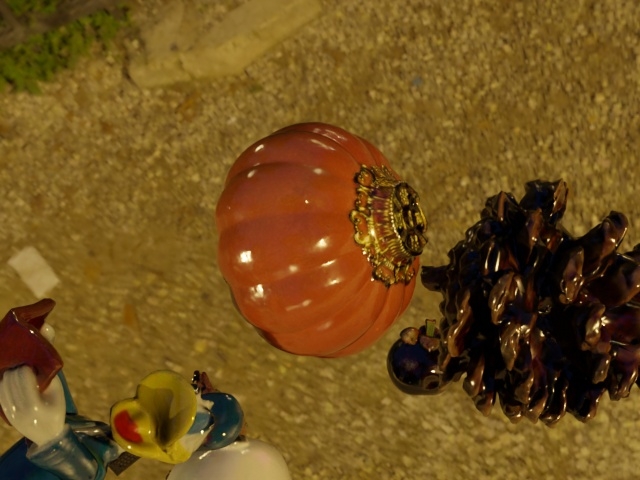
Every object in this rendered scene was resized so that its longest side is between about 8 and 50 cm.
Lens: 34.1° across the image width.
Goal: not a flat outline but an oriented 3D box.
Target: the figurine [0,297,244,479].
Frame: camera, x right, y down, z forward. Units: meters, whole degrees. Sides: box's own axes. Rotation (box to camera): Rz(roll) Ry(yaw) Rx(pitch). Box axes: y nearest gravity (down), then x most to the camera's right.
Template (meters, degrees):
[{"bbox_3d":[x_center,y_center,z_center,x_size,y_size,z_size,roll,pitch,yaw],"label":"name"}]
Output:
[{"bbox_3d":[-0.239,0.178,1.001,0.338,0.283,0.204,-9,21,-24],"label":"figurine"}]

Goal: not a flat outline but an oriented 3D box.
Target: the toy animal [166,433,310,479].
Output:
[{"bbox_3d":[-0.101,0.436,1.608,0.251,0.310,0.251,-33,33,25],"label":"toy animal"}]

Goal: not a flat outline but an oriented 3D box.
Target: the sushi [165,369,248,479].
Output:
[{"bbox_3d":[-0.210,0.364,1.936,0.149,0.287,0.140,-22,54,-30],"label":"sushi"}]

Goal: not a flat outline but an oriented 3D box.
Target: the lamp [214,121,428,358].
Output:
[{"bbox_3d":[0.000,0.000,0.966,0.196,0.223,0.223,-13,58,33],"label":"lamp"}]

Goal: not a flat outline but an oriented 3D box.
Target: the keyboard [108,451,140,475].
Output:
[{"bbox_3d":[-0.335,0.388,2.061,0.198,0.063,0.010,-38,46,-12],"label":"keyboard"}]

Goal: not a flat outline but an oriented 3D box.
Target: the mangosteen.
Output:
[{"bbox_3d":[0.195,0.216,1.954,0.137,0.137,0.151,21,109,29],"label":"mangosteen"}]

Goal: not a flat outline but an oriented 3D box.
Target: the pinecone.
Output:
[{"bbox_3d":[0.227,0.062,1.019,0.257,0.243,0.243,6,59,-15],"label":"pinecone"}]
